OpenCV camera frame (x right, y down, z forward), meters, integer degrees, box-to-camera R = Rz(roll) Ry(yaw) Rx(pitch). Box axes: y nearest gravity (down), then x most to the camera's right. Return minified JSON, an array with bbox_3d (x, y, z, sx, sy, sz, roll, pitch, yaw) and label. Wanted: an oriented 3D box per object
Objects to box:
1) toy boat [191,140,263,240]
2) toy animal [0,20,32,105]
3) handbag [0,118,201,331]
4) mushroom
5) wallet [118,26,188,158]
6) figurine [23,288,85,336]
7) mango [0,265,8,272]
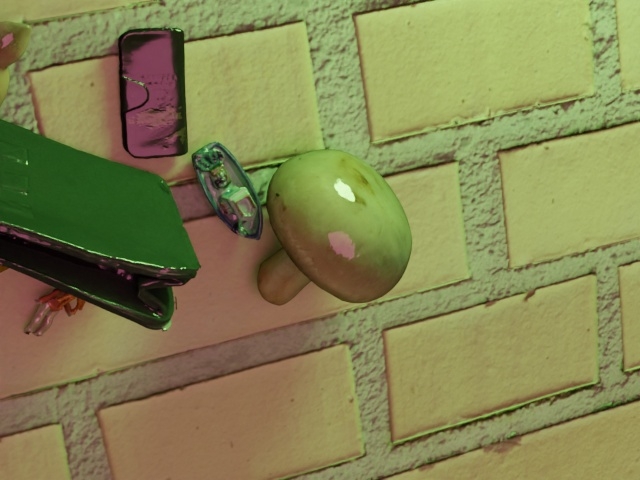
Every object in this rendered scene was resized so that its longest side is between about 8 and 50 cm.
[{"bbox_3d":[-0.109,-0.057,1.387,0.059,0.066,0.140,-35,115,-14],"label":"toy boat"},{"bbox_3d":[-0.447,-0.206,1.173,0.248,0.149,0.165,25,98,-13],"label":"toy animal"},{"bbox_3d":[-0.275,-0.026,1.227,0.260,0.247,0.079,20,112,-26],"label":"handbag"},{"bbox_3d":[0.000,0.000,1.395,0.207,0.207,0.215,34,123,-26],"label":"mushroom"},{"bbox_3d":[-0.200,-0.176,1.344,0.082,0.018,0.156,-5,107,-20],"label":"wallet"},{"bbox_3d":[-0.315,0.074,1.354,0.109,0.047,0.064,-52,145,5],"label":"figurine"},{"bbox_3d":[-0.447,0.008,1.245,0.253,0.113,0.138,-3,101,-28],"label":"mango"}]
